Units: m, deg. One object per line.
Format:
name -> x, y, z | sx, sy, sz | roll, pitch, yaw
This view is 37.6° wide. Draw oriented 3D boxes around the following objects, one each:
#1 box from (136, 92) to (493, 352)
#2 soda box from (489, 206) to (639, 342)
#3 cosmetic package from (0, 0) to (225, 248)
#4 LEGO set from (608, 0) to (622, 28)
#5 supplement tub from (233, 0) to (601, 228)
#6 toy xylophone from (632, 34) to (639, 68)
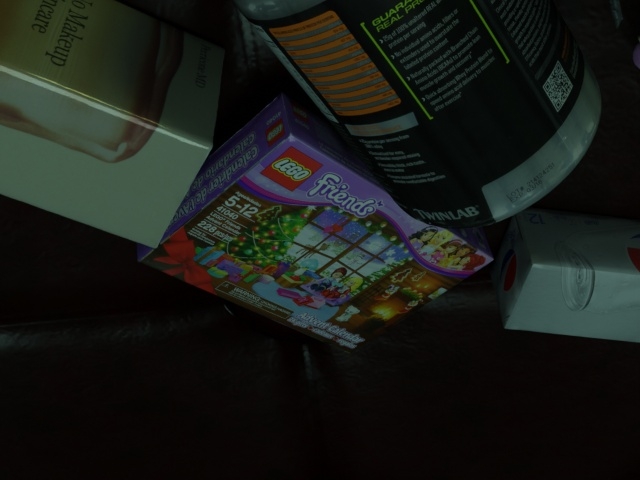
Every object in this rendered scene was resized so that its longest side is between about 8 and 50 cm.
box -> 0.000, 0.000, 0.904 | 0.201, 0.057, 0.293 | -37, 136, 27
soda box -> 0.329, 0.042, 0.966 | 0.286, 0.091, 0.098 | 7, 131, -8
cosmetic package -> -0.239, -0.129, 0.758 | 0.296, 0.153, 0.129 | 20, 130, -20
LEGO set -> 0.224, -0.255, 0.568 | 0.192, 0.255, 0.331 | -52, 136, -10
supplement tub -> 0.062, -0.172, 0.699 | 0.193, 0.193, 0.316 | -27, 128, 21
toy xylophone -> 0.417, -0.151, 0.736 | 0.322, 0.081, 0.236 | -12, 175, 19
